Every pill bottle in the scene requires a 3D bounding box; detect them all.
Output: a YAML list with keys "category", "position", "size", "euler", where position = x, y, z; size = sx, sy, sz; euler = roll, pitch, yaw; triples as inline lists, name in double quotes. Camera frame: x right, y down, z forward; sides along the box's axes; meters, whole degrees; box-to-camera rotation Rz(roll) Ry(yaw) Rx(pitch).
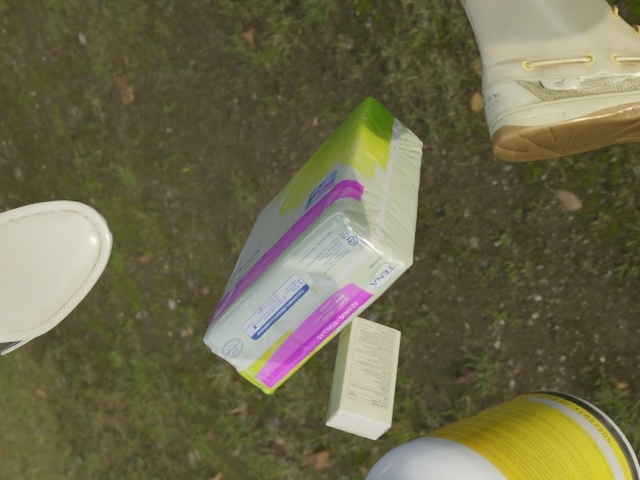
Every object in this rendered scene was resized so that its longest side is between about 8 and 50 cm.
- category: "pill bottle"
  position: [0.084, 0.145, 0.447]
  size: [0.103, 0.184, 0.103]
  euler: [5, 98, 43]

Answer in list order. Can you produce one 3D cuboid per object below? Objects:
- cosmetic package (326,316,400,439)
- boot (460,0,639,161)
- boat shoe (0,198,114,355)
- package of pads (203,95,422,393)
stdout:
- category: "cosmetic package"
  position: [0.046, 0.143, 0.904]
  size: [0.060, 0.115, 0.041]
  euler: [21, 141, -10]
- category: "boot"
  position: [0.257, -0.187, 0.761]
  size: [0.095, 0.261, 0.204]
  euler: [83, 176, -71]
- category: "boat shoe"
  position: [-0.205, 0.035, 0.537]
  size: [0.206, 0.065, 0.075]
  euler: [-36, 98, 16]
- category: "package of pads"
  position: [0.000, 0.000, 0.929]
  size: [0.101, 0.297, 0.229]
  euler: [38, 119, -12]
